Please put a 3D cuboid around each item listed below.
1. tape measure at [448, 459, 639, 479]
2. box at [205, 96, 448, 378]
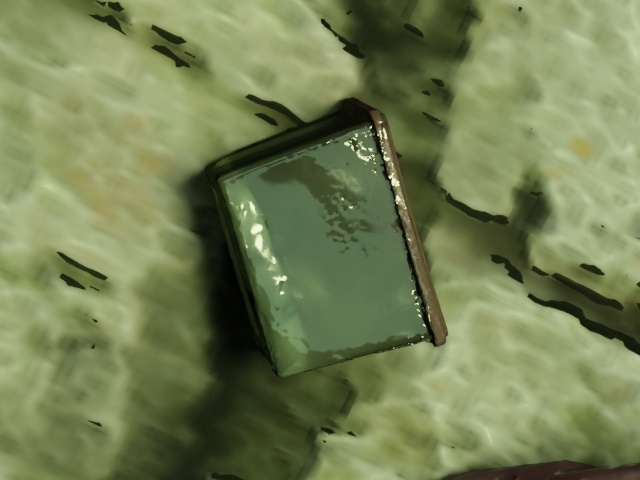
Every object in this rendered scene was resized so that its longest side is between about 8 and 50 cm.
[{"bbox_3d":[0.138,0.187,0.659,0.149,0.245,0.231,-41,107,-44],"label":"tape measure"},{"bbox_3d":[0.000,0.000,0.685,0.063,0.060,0.085,-16,102,-5],"label":"box"}]
